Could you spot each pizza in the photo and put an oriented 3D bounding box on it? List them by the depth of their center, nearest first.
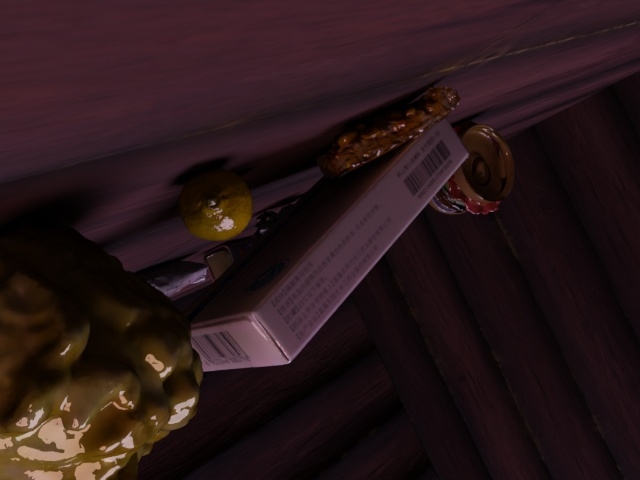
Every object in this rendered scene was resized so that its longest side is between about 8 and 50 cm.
[{"bbox_3d":[0.049,-0.102,0.734,0.178,0.041,0.131,-24,-174,46],"label":"pizza"}]

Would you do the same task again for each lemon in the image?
[{"bbox_3d":[-0.087,-0.030,0.597,0.062,0.062,0.083,-26,-179,-3],"label":"lemon"}]

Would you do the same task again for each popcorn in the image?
[{"bbox_3d":[-0.196,0.085,0.490,0.181,0.217,0.235,-52,175,-7],"label":"popcorn"}]

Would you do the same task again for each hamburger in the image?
[{"bbox_3d":[0.246,-0.120,1.273,0.175,0.175,0.137,-25,-175,-41],"label":"hamburger"}]

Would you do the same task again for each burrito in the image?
[{"bbox_3d":[-0.264,0.069,1.238,0.064,0.064,0.203,-26,180,23],"label":"burrito"}]

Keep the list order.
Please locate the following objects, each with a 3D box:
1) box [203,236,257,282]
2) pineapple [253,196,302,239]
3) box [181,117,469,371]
[{"bbox_3d":[-0.162,0.059,1.495,0.069,0.120,0.224,-22,-179,12],"label":"box"},{"bbox_3d":[-0.005,-0.036,1.198,0.237,0.111,0.119,-18,145,-33],"label":"pineapple"},{"bbox_3d":[0.000,0.000,0.779,0.343,0.065,0.200,-46,-164,-33],"label":"box"}]
